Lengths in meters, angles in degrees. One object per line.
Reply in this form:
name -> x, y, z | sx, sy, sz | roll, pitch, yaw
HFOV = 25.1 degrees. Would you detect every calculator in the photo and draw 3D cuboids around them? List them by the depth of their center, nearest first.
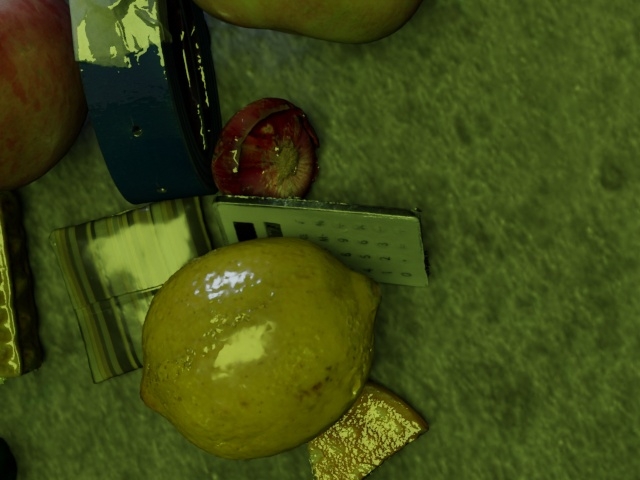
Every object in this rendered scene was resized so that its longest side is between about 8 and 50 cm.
calculator -> 0.000, 0.000, 1.762 | 0.262, 0.161, 0.021 | 4, 58, 12

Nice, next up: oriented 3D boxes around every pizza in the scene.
pizza -> 0.043, 0.259, 1.818 | 0.185, 0.036, 0.176 | 7, 93, 14

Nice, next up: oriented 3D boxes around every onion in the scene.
onion -> -0.083, -0.111, 1.793 | 0.140, 0.150, 0.150 | 24, 100, 47

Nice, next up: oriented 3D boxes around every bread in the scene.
bread -> -0.426, 0.051, 1.868 | 0.098, 0.087, 0.269 | -9, 95, -17

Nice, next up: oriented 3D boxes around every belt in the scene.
belt -> -0.210, -0.215, 1.746 | 0.117, 0.212, 0.346 | -6, 105, 13

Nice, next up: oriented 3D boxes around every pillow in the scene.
pillow -> -0.226, 0.059, 1.852 | 0.212, 0.052, 0.208 | -16, 91, 8

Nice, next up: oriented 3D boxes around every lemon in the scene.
lemon -> -0.068, 0.123, 1.709 | 0.310, 0.258, 0.258 | -29, 88, 4

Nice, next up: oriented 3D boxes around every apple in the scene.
apple -> -0.020, -0.374, 1.654 | 0.319, 0.319, 0.277 | 11, 97, 11
apple -> -0.440, -0.183, 1.752 | 0.345, 0.344, 0.269 | -5, 123, 12

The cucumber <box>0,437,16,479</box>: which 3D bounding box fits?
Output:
cucumber -> -0.506, 0.328, 1.894 | 0.191, 0.130, 0.191 | 1, 94, 7
